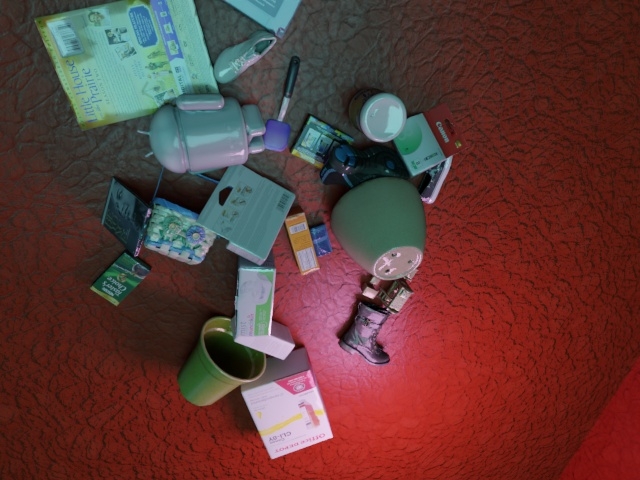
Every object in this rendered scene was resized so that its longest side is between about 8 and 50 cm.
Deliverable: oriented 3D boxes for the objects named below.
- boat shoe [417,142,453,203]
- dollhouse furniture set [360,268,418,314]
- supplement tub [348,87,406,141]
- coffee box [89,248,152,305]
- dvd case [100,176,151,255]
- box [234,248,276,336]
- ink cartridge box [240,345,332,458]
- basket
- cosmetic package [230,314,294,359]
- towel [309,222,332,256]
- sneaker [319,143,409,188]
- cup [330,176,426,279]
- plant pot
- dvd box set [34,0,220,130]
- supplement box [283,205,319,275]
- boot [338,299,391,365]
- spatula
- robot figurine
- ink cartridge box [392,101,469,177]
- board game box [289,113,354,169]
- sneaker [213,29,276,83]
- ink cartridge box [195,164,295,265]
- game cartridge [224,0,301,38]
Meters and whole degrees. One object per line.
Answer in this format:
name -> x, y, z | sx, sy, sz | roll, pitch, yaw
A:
boat shoe -> 0.394, -0.241, 1.617 | 0.076, 0.080, 0.228 | 8, 119, -17
dollhouse furniture set -> 0.273, 0.166, 1.754 | 0.161, 0.101, 0.182 | 26, 106, -21
supplement tub -> 0.170, -0.396, 1.429 | 0.144, 0.200, 0.144 | -5, 114, -10
coffee box -> -0.684, 0.128, 1.574 | 0.184, 0.040, 0.113 | -42, 115, 8
dvd case -> -0.608, -0.077, 1.420 | 0.018, 0.221, 0.164 | -3, 122, -53
box -> -0.232, 0.158, 1.576 | 0.126, 0.231, 0.262 | 2, 112, -12
ink cartridge box -> -0.133, 0.660, 1.857 | 0.279, 0.160, 0.385 | -18, 116, -4
basket -> -0.419, -0.079, 1.464 | 0.254, 0.201, 0.289 | 21, 74, -21
cosmetic package -> -0.217, 0.349, 1.709 | 0.231, 0.117, 0.085 | 29, 105, -30
towel -> 0.000, 0.000, 1.658 | 0.067, 0.029, 0.119 | -22, 117, -15
sneaker -> 0.151, -0.239, 1.535 | 0.341, 0.125, 0.139 | 3, 150, -34
cup -> 0.218, -0.010, 1.529 | 0.331, 0.237, 0.331 | -9, 139, -8
plant pot -> -0.386, 0.464, 1.685 | 0.276, 0.276, 0.254 | 34, 115, -23
dvd box set -> -0.531, -0.514, 1.310 | 0.420, 0.062, 0.308 | -16, 116, -5
supplement box -> -0.071, 0.002, 1.625 | 0.080, 0.078, 0.233 | -17, 117, -8
boot -> 0.219, 0.373, 1.841 | 0.263, 0.091, 0.229 | 26, 107, -19
spatula -> -0.113, -0.431, 1.449 | 0.084, 0.030, 0.296 | 12, 110, -17
robot figurine -> -0.343, -0.310, 1.346 | 0.353, 0.200, 0.300 | -12, 146, -15
ink cartridge box -> 0.364, -0.342, 1.537 | 0.224, 0.056, 0.181 | -27, 89, 4
board game box -> 0.004, -0.315, 1.515 | 0.170, 0.048, 0.141 | 25, 109, -21
sneaker -> -0.218, -0.534, 1.324 | 0.212, 0.094, 0.080 | -42, 128, -4
ink cartridge box -> -0.236, -0.091, 1.463 | 0.239, 0.275, 0.060 | 29, 148, -10
game cartridge -> -0.189, -0.738, 1.286 | 0.294, 0.060, 0.196 | 27, 109, -21
